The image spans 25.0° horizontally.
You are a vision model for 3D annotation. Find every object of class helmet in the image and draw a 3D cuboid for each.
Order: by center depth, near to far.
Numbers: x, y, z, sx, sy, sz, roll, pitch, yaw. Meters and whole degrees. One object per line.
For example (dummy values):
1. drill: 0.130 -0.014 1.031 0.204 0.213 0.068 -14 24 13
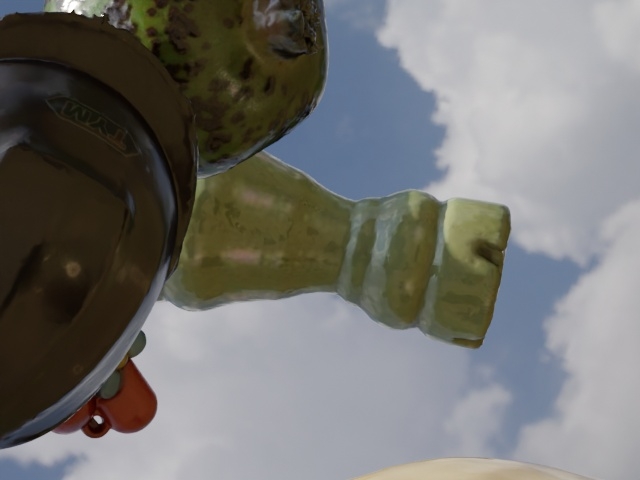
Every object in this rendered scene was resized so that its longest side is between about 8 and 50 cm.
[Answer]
1. helmet: -0.208 0.010 0.936 0.225 0.177 0.305 27 -65 -18

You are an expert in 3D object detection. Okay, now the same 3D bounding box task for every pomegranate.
1. pomegranate: -0.101 -0.175 1.224 0.254 0.271 0.254 -5 -84 -51

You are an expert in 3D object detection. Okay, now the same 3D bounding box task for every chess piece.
1. chess piece: 0.000 0.000 1.734 0.234 0.442 0.234 12 -90 -84

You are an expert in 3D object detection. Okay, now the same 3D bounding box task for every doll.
1. doll: -0.275 0.092 1.437 0.161 0.130 0.290 -38 -70 -15

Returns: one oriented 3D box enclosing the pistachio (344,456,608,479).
1. pistachio: 0.016 0.186 0.445 0.321 0.238 0.229 -5 -97 -7
